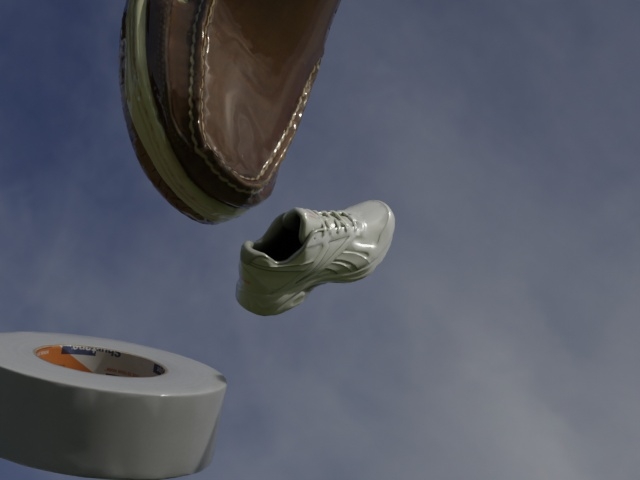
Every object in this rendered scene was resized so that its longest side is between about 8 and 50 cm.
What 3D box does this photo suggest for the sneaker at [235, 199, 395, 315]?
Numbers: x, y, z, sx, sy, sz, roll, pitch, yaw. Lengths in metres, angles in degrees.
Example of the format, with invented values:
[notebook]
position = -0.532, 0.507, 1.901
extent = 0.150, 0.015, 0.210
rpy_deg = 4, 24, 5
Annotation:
[sneaker]
position = 0.000, 0.000, 1.305
extent = 0.090, 0.232, 0.115
rpy_deg = 40, -32, 34

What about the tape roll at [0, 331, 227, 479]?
[tape roll]
position = -0.193, 0.136, 0.917
extent = 0.219, 0.219, 0.072
rpy_deg = 11, -88, 2

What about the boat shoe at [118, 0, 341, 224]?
[boat shoe]
position = -0.026, -0.130, 0.509
extent = 0.095, 0.257, 0.095
rpy_deg = -24, -41, 35
